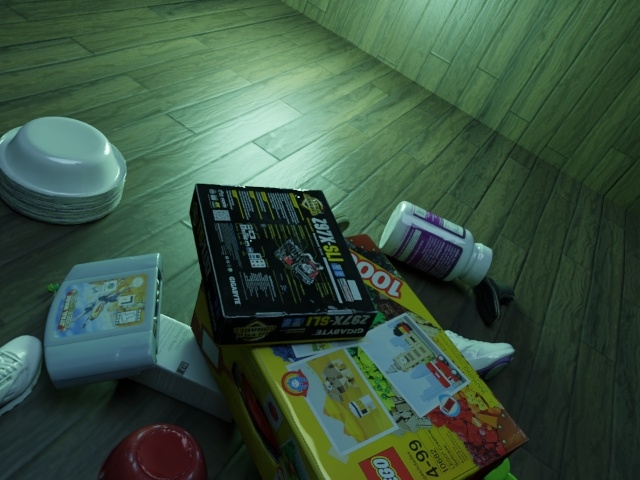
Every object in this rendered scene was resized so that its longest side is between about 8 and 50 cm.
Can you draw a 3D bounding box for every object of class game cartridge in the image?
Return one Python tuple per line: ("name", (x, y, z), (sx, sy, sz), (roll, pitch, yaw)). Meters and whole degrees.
("game cartridge", (-0.402, 0.137, 1.034), (0.198, 0.062, 0.297), (-6, 38, -9))

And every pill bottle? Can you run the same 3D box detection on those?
("pill bottle", (0.340, 0.018, 1.620), (0.301, 0.169, 0.169), (25, 37, -2))

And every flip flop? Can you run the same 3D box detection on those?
("flip flop", (0.000, 0.000, 1.503), (0.277, 0.112, 0.080), (-21, 72, -51))

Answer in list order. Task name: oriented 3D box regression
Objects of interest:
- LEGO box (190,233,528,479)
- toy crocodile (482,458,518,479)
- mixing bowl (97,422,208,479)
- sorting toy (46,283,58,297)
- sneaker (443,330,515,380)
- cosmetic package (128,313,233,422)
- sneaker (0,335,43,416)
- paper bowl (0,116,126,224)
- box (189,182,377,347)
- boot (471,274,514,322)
("LEGO box", (0.043, 0.245, 0.984), (0.372, 0.193, 0.500), (-11, 50, -34))
("toy crocodile", (0.287, 0.431, 1.157), (0.340, 0.105, 0.115), (38, -3, 16))
("mixing bowl", (-0.261, 0.368, 0.895), (0.181, 0.098, 0.181), (16, 39, -13))
("sorting toy", (-0.512, 0.105, 1.126), (0.083, 0.012, 0.062), (31, 37, 3))
("sneaker", (0.359, 0.274, 1.369), (0.305, 0.114, 0.152), (-1, 46, -32))
("cosmetic package", (-0.248, 0.242, 1.065), (0.231, 0.085, 0.117), (23, 38, -3))
("sneaker", (-0.534, 0.231, 0.896), (0.090, 0.095, 0.235), (24, 35, -1))
("paper bowl", (-0.607, -0.182, 1.303), (0.284, 0.148, 0.284), (17, 36, -13))
("box", (-0.077, 0.030, 0.960), (0.257, 0.079, 0.322), (2, 43, -25))
("boot", (0.533, 0.175, 1.634), (0.137, 0.077, 0.198), (21, 38, -17))
